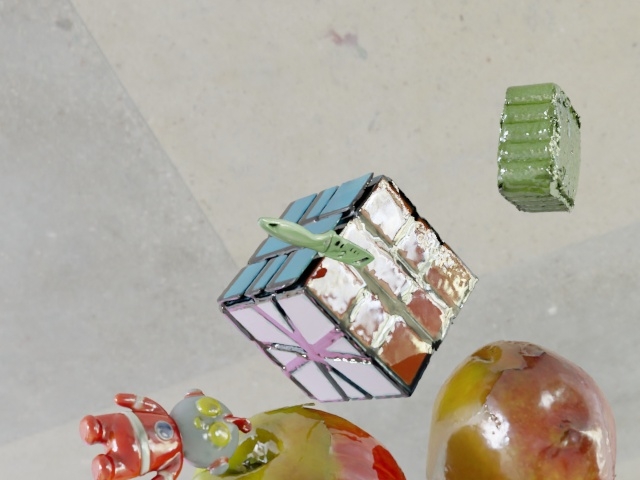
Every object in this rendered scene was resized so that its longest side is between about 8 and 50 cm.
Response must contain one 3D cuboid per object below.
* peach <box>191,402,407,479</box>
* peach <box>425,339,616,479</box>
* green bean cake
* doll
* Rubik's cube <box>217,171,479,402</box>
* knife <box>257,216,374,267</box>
[{"bbox_3d":[-0.022,0.422,1.361,0.370,0.370,0.370,-7,136,-7],"label":"peach"},{"bbox_3d":[0.315,0.333,1.507,0.290,0.372,0.372,8,136,6],"label":"peach"},{"bbox_3d":[0.388,-0.159,1.681,0.113,0.200,0.214,1,170,29],"label":"green bean cake"},{"bbox_3d":[-0.189,0.255,1.237,0.245,0.142,0.076,-1,147,-37],"label":"doll"},{"bbox_3d":[0.046,0.088,1.657,0.293,0.283,0.288,50,148,-18],"label":"Rubik's cube"},{"bbox_3d":[0.001,0.001,1.333,0.043,0.020,0.293,-48,149,12],"label":"knife"}]
